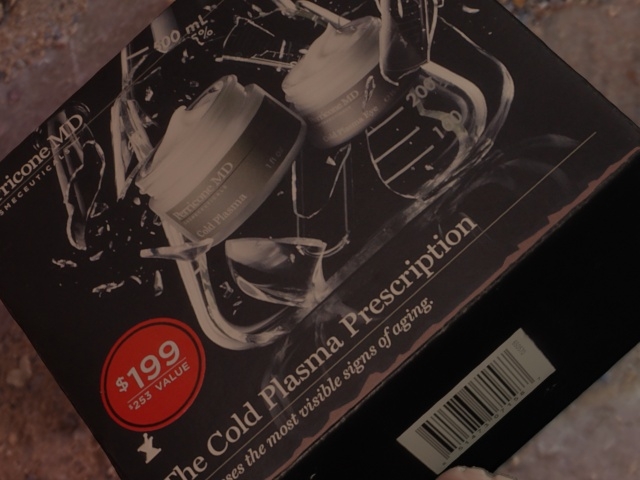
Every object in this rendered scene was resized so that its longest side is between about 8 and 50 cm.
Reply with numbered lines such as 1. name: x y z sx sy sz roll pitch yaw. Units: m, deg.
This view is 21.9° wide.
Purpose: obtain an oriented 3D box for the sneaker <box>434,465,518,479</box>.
1. sneaker: 0.146 0.228 0.883 0.115 0.105 0.281 -49 56 -3

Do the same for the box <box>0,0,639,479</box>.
1. box: 0.000 0.000 1.020 0.343 0.179 0.312 -43 55 1
